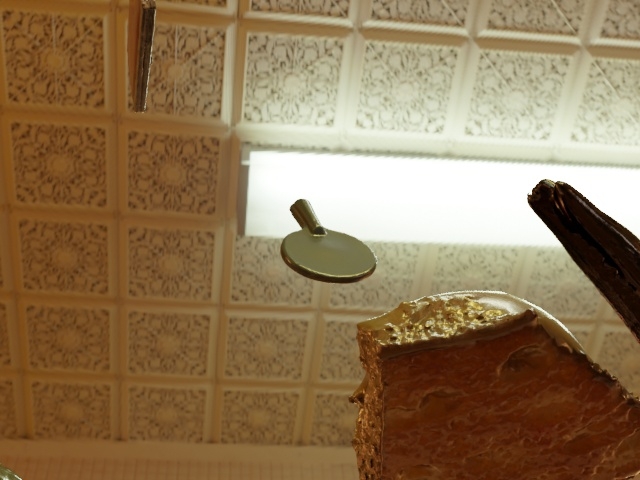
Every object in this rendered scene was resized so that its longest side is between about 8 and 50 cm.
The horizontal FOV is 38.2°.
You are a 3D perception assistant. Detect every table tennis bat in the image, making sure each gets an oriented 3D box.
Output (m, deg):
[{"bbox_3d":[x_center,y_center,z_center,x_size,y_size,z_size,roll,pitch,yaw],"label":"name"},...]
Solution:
[{"bbox_3d":[0.000,0.000,1.492,0.153,0.244,0.040,-1,-60,-20],"label":"table tennis bat"}]

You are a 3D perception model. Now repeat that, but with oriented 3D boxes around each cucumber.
[{"bbox_3d":[0.155,0.019,0.460,0.034,0.033,0.135,-41,-81,-22],"label":"cucumber"}]

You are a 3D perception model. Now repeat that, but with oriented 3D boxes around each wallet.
[{"bbox_3d":[-0.251,-0.291,1.280,0.025,0.119,0.232,-5,-25,-17],"label":"wallet"}]

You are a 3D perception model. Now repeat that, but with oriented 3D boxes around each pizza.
[{"bbox_3d":[0.107,0.089,0.532,0.204,0.080,0.188,-12,-52,-4],"label":"pizza"}]

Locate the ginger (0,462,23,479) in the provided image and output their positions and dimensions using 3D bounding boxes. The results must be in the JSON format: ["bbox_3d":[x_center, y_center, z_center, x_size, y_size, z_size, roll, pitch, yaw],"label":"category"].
[{"bbox_3d":[-0.217,0.215,0.614,0.089,0.137,0.290,-30,-39,-18],"label":"ginger"}]
